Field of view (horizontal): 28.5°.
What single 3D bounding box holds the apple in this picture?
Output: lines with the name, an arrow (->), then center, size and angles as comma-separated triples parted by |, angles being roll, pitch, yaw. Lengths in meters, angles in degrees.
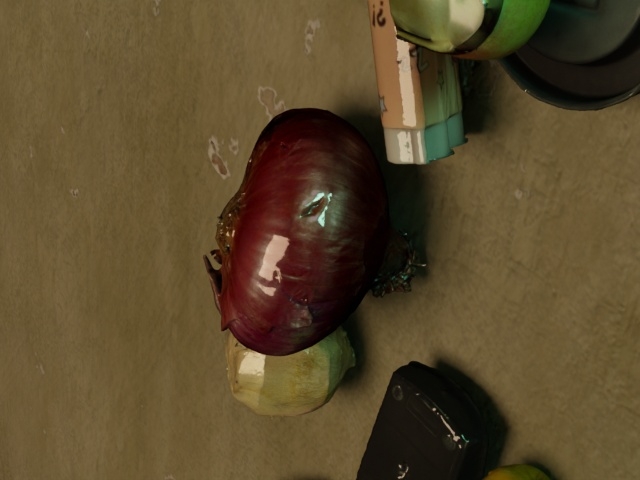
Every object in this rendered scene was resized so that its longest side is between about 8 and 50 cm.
apple -> 0.151, -0.284, 1.292 | 0.207, 0.174, 0.188 | -129, 47, -72

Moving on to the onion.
onion -> 0.000, 0.000, 1.696 | 0.347, 0.285, 0.347 | -163, 90, -82

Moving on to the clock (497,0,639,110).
clock -> 0.274, -0.300, 1.320 | 0.325, 0.067, 0.325 | 27, 126, 46

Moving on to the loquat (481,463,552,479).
loquat -> 0.246, 0.352, 1.593 | 0.137, 0.137, 0.113 | 52, 155, 27

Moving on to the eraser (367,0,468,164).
eraser -> 0.111, -0.247, 1.483 | 0.087, 0.171, 0.290 | -1, 105, 23

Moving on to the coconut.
coconut -> -0.041, 0.172, 1.875 | 0.194, 0.194, 0.194 | 27, 125, 46

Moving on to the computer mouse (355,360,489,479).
computer mouse -> 0.147, 0.301, 1.727 | 0.170, 0.100, 0.269 | 42, 131, 33
